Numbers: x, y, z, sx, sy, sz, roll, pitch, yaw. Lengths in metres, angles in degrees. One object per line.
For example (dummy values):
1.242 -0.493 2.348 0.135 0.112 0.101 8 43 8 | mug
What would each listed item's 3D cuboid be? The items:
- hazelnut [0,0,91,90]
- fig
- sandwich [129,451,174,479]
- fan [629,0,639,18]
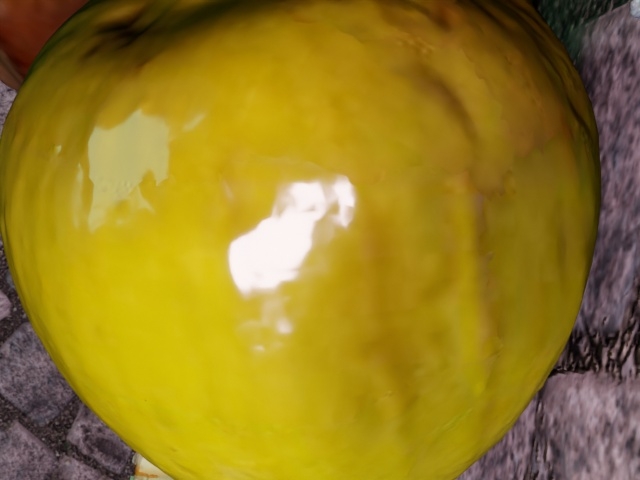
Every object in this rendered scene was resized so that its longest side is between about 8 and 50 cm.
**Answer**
-0.106 -0.259 0.946 0.421 0.421 0.352 127 125 -67 | hazelnut
-0.008 0.002 0.638 0.343 0.343 0.343 -168 90 -80 | fig
-0.013 0.207 0.984 0.198 0.227 0.155 -7 65 41 | sandwich
0.195 -0.170 0.532 0.193 0.016 0.038 117 160 -53 | fan
